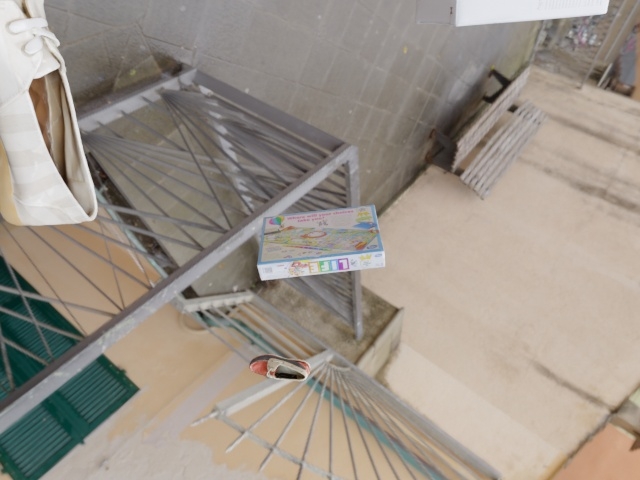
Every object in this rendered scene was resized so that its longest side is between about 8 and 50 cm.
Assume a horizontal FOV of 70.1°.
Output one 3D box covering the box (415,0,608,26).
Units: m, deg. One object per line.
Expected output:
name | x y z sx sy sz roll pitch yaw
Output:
box | 0.209 -0.296 0.511 0.171 0.130 0.091 -7 117 -6

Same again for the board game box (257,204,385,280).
board game box | 0.000 0.000 0.592 0.103 0.154 0.026 -91 174 -52

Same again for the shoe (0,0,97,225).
shoe | -0.195 -0.101 0.312 0.076 0.058 0.219 -82 -177 -53

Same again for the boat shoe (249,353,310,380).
boat shoe | -0.091 0.279 0.987 0.043 0.137 0.049 -63 155 -70
